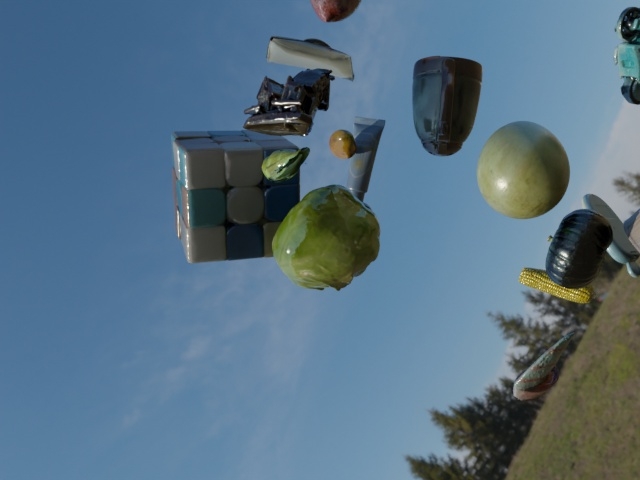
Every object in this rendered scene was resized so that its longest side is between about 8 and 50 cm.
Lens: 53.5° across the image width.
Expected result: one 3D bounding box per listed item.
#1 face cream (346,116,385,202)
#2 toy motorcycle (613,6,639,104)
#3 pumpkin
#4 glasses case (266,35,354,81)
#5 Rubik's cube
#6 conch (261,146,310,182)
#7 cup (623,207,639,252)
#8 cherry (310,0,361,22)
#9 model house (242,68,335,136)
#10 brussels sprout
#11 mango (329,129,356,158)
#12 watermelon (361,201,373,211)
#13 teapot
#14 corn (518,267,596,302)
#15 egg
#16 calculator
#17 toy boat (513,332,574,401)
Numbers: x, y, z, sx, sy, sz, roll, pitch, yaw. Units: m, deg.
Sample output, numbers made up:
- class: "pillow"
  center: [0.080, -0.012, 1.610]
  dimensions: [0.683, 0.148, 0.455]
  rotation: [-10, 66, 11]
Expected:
- class: "face cream"
  center: [0.162, -0.299, 2.540]
  dimensions: [0.086, 0.135, 0.385]
  rotation: [2, -81, -65]
- class: "toy motorcycle"
  center: [0.835, -0.483, 1.604]
  dimensions: [0.206, 0.154, 0.260]
  rotation: [-29, -60, -12]
- class: "pumpkin"
  center: [0.624, 0.020, 1.549]
  dimensions: [0.202, 0.140, 0.202]
  rotation: [-43, -36, -43]
- class: "glasses case"
  center: [-0.028, -0.622, 2.121]
  dimensions: [0.128, 0.308, 0.083]
  rotation: [93, -168, -70]
- class: "Rubik's cube"
  center: [-0.271, -0.149, 1.973]
  dimensions: [0.347, 0.344, 0.346]
  rotation: [-6, -69, -17]
- class: "conch"
  center: [-0.097, -0.190, 1.603]
  dimensions: [0.095, 0.079, 0.201]
  rotation: [-42, 9, -18]
- class: "cup"
  center: [0.874, -0.031, 1.417]
  dimensions: [0.208, 0.288, 0.273]
  rotation: [10, -50, -29]
- class: "cherry"
  center: [0.051, -0.845, 2.185]
  dimensions: [0.192, 0.175, 0.249]
  rotation: [36, -120, -34]
- class: "model house"
  center: [-0.075, -0.323, 1.447]
  dimensions: [0.141, 0.203, 0.164]
  rotation: [21, -104, -60]
- class: "brussels sprout"
  center: [0.022, -0.009, 1.777]
  dimensions: [0.328, 0.247, 0.328]
  rotation: [-13, -26, -6]
- class: "mango"
  center: [0.084, -0.373, 2.443]
  dimensions: [0.089, 0.115, 0.165]
  rotation: [-59, -18, -11]
- class: "watermelon"
  center: [0.123, -0.083, 2.085]
  dimensions: [0.109, 0.109, 0.109]
  rotation: [-41, -34, -37]
- class: "teapot"
  center: [0.417, -0.444, 2.121]
  dimensions: [0.315, 0.233, 0.312]
  rotation: [7, -94, -80]
- class: "corn"
  center: [0.658, 0.124, 1.767]
  dimensions: [0.067, 0.206, 0.067]
  rotation: [16, -90, -74]
- class: "egg"
  center: [0.498, -0.185, 1.577]
  dimensions: [0.295, 0.218, 0.218]
  rotation: [-82, -8, -45]
- class: "calculator"
  center: [0.921, -0.020, 1.997]
  dimensions: [0.188, 0.302, 0.042]
  rotation: [-1, -33, -45]
- class: "toy boat"
  center: [0.746, 0.413, 2.104]
  dimensions: [0.206, 0.096, 0.282]
  rotation: [-8, -43, -29]
